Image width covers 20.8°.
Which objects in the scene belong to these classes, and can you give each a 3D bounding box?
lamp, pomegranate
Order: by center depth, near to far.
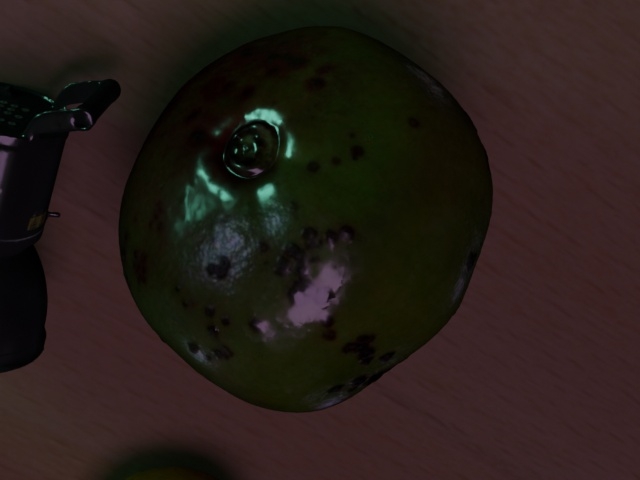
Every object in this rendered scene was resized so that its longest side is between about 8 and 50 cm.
[{"bbox_3d":[0.002,0.011,1.324,0.291,0.290,0.323,-22,127,5],"label":"pomegranate"},{"bbox_3d":[-0.265,-0.034,1.338,0.172,0.147,0.227,19,114,4],"label":"lamp"}]

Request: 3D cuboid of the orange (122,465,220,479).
[{"bbox_3d":[-0.137,0.281,1.588,0.156,0.124,0.156,-7,130,-9],"label":"orange"}]
